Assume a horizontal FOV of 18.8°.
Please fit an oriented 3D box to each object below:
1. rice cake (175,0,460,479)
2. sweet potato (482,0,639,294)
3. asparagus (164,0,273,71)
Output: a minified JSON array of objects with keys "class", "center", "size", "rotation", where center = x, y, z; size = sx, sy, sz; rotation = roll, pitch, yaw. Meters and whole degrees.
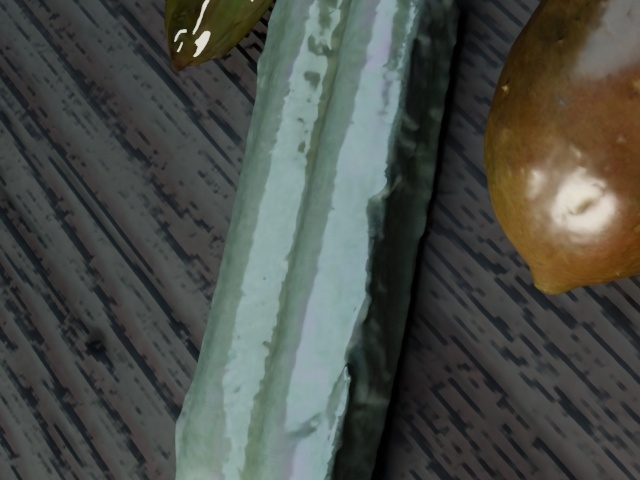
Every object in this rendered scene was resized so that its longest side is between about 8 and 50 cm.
[{"class":"rice cake","center":[0.000,0.000,0.724],"size":[0.085,0.040,0.226],"rotation":[8,85,45]},{"class":"sweet potato","center":[0.146,-0.099,0.578],"size":[0.292,0.097,0.097],"rotation":[-48,52,23]},{"class":"asparagus","center":[-0.007,-0.196,0.749],"size":[0.080,0.080,0.287],"rotation":[35,112,42]}]
